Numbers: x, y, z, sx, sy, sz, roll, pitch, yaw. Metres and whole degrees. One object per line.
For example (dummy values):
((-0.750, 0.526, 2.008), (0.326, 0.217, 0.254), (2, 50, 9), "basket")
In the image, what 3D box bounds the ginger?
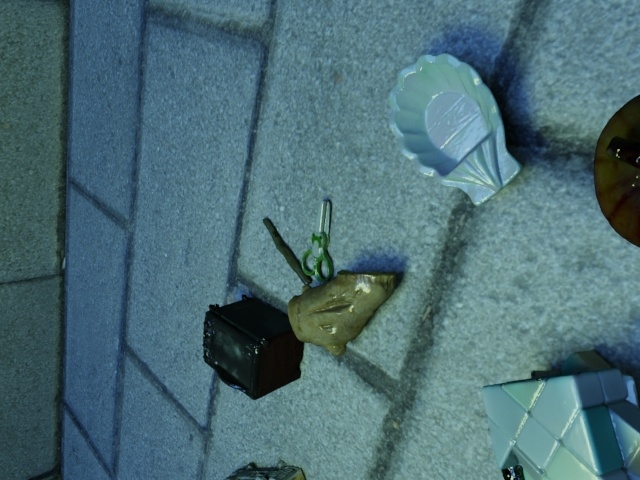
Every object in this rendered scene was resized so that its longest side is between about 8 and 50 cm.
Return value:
((0.045, 0.150, 1.185), (0.354, 0.126, 0.190), (-44, 62, 42), "ginger")

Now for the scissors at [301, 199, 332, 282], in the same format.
((0.000, 0.000, 1.272), (0.101, 0.027, 0.205), (24, 116, 39), "scissors")

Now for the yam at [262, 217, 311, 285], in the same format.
((-0.094, 0.029, 1.375), (0.027, 0.029, 0.234), (-42, 64, 12), "yam")

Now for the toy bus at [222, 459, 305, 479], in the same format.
((-0.171, 0.745, 1.537), (0.342, 0.097, 0.138), (-30, 83, 43), "toy bus")

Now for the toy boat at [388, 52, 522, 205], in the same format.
((0.247, -0.203, 0.936), (0.199, 0.100, 0.290), (-47, 64, 40), "toy boat")

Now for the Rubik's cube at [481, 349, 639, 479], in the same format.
((0.409, 0.288, 0.800), (0.265, 0.212, 0.225), (-31, 61, 55), "Rubik's cube")

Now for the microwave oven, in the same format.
((-0.189, 0.283, 1.399), (0.247, 0.188, 0.178), (22, 112, 41), "microwave oven")

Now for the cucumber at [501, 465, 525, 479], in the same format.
((0.374, 0.458, 0.955), (0.067, 0.067, 0.245), (-27, 80, 44), "cucumber")

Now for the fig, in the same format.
((0.476, -0.090, 0.664), (0.234, 0.214, 0.235), (5, 107, 19), "fig")
